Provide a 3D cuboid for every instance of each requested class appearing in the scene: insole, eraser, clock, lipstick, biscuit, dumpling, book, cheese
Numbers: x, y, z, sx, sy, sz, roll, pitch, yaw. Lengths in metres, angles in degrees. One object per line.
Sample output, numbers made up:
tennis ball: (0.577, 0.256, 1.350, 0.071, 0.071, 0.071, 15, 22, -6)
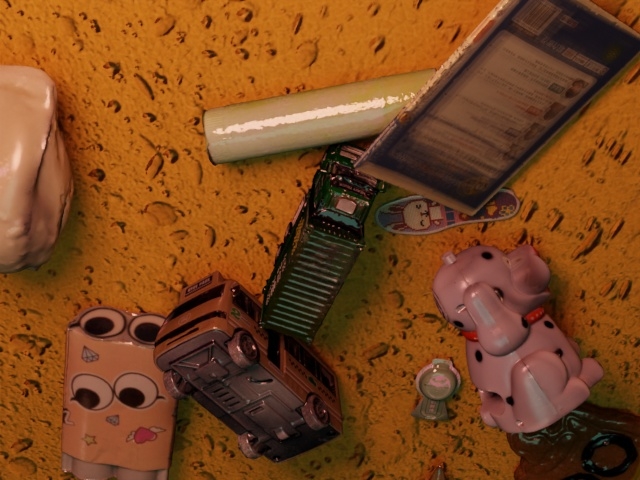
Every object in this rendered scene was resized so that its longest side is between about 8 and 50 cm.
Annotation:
insole: (0.171, -0.038, 1.468, 0.197, 0.004, 0.065, -6, 124, 8)
eraser: (-0.296, 0.240, 1.634, 0.171, 0.087, 0.291, 10, 124, -2)
clock: (0.249, 0.111, 1.487, 0.188, 0.189, 0.254, -25, 104, 19)
lipstick: (0.001, -0.154, 1.355, 0.304, 0.076, 0.076, -9, 124, 10)
biscuit: (0.420, 0.344, 1.697, 0.290, 0.041, 0.208, 21, 122, -12)
dumpling: (-0.432, -0.073, 1.364, 0.242, 0.187, 0.318, 13, 127, -10)
book: (0.216, -0.166, 1.311, 0.228, 0.018, 0.322, 19, 126, -40)
cheese: (0.173, 0.225, 1.636, 0.067, 0.026, 0.121, 7, 125, -2)

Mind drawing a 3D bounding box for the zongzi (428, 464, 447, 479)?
zongzi: (0.129, 0.462, 1.764, 0.204, 0.094, 0.204, -14, 119, 12)

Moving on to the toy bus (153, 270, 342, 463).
toy bus: (-0.097, 0.180, 1.531, 0.139, 0.157, 0.289, -29, 126, 23)

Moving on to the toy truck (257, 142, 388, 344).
toy truck: (0.000, 0.000, 1.427, 0.088, 0.121, 0.259, 18, 128, -10)
